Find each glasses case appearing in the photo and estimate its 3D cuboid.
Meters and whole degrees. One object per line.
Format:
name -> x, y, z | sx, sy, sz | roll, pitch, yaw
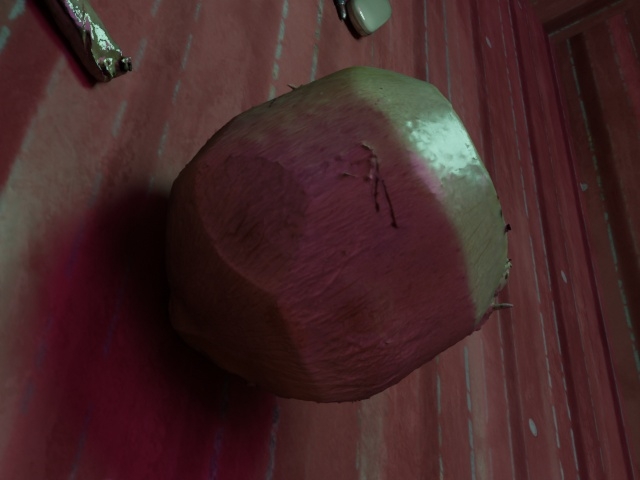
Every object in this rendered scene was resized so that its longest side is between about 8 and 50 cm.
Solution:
glasses case -> 0.097, -0.457, 1.925 | 0.081, 0.051, 0.204 | 59, 26, -12

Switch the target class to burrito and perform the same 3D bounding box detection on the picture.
burrito -> -0.270, -0.248, 1.062 | 0.171, 0.042, 0.051 | 60, 29, -19

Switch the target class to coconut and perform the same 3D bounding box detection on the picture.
coconut -> 0.000, 0.000, 1.053 | 0.346, 0.360, 0.346 | 154, -90, -87

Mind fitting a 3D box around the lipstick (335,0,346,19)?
lipstick -> 0.035, -0.467, 1.847 | 0.025, 0.025, 0.107 | 14, 63, -59
